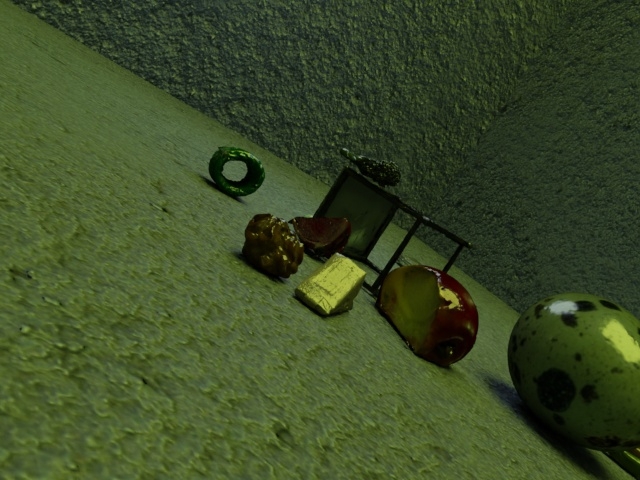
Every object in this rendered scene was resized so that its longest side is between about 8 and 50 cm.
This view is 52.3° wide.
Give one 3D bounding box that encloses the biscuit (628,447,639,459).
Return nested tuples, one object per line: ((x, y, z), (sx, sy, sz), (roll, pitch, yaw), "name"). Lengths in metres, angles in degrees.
((0.859, 0.554, 1.690), (0.359, 0.046, 0.359), (33, 7, -5), "biscuit")

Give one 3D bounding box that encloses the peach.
((0.231, 0.143, 1.350), (0.154, 0.158, 0.267), (36, 4, -25), "peach")

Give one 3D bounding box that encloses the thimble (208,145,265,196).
((-0.209, -0.171, 1.599), (0.130, 0.118, 0.090), (49, -5, -29), "thimble")

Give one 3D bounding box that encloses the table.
((0.178, 0.005, 1.674), (0.272, 0.222, 0.335), (36, 9, 31), "table")

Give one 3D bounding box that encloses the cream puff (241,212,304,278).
((-0.081, 0.005, 1.127), (0.122, 0.094, 0.116), (25, 8, -23), "cream puff")

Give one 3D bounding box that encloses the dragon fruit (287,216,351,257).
((0.000, 0.000, 1.524), (0.147, 0.096, 0.102), (0, -12, 22), "dragon fruit")

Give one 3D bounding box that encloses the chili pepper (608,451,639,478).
((0.679, 0.479, 1.415), (0.202, 0.050, 0.052), (38, -6, 34), "chili pepper")

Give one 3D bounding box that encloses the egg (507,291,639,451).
((0.538, 0.262, 1.324), (0.288, 0.287, 0.379), (32, 16, -11), "egg")

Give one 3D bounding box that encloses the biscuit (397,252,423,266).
((0.393, 0.130, 2.377), (0.250, 0.046, 0.147), (32, 9, -12), "biscuit")

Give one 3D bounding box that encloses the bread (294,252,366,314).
((0.007, 0.101, 1.149), (0.077, 0.105, 0.152), (36, 40, 15), "bread")

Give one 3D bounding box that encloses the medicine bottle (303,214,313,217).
((-0.018, -0.038, 1.782), (0.047, 0.047, 0.083), (28, 9, -31), "medicine bottle")

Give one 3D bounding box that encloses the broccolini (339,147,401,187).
((0.116, -0.176, 1.588), (0.091, 0.068, 0.203), (-8, 20, -31), "broccolini")
